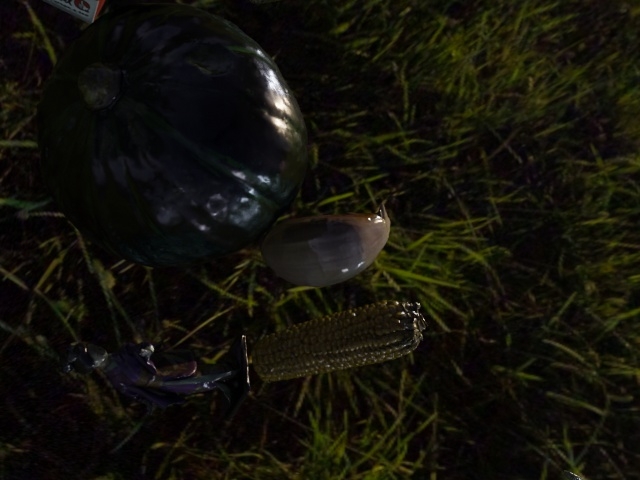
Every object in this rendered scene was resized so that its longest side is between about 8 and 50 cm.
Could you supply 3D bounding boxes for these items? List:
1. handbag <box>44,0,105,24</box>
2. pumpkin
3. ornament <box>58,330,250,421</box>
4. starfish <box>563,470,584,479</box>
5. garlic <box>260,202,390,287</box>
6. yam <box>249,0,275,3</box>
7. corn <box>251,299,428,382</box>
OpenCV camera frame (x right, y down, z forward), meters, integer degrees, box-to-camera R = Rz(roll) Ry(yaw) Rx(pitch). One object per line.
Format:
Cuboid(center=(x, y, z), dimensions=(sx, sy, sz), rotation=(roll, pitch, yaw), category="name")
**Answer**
Cuboid(center=(-0.352, -0.469, 0.968), dimensions=(0.171, 0.298, 0.151), rotation=(23, 62, -18), category="handbag")
Cuboid(center=(-0.175, -0.123, 0.770), dimensions=(0.238, 0.316, 0.315), rotation=(30, 55, -66), category="pumpkin")
Cuboid(center=(-0.178, 0.139, 0.753), dimensions=(0.203, 0.081, 0.088), rotation=(15, 43, -27), category="ornament")
Cuboid(center=(0.375, 0.424, 1.055), dimensions=(0.224, 0.050, 0.216), rotation=(-23, 118, -1), category="starfish")
Cuboid(center=(-0.011, 0.005, 0.919), dimensions=(0.128, 0.198, 0.090), rotation=(-44, 117, -54), category="garlic")
Cuboid(center=(-0.068, -0.426, 1.118), dimensions=(0.147, 0.070, 0.069), rotation=(-23, 89, -31), category="yam")
Cuboid(center=(0.032, 0.178, 1.215), dimensions=(0.318, 0.115, 0.115), rotation=(-13, 82, 8), category="corn")
